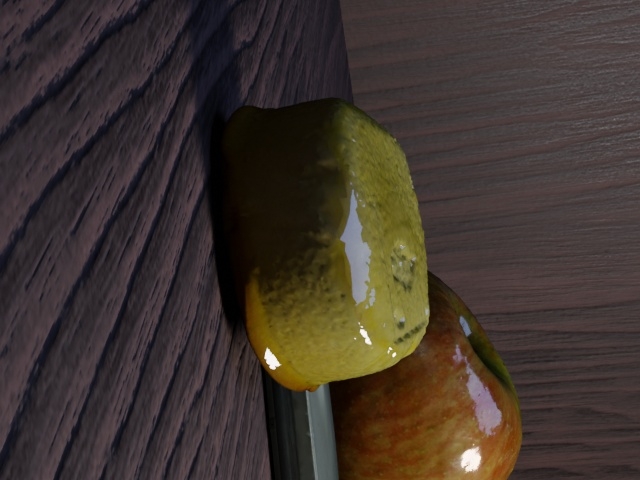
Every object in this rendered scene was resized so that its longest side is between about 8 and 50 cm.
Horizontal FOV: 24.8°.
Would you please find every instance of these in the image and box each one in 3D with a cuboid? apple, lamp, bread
[{"bbox_3d":[0.101,0.196,1.798,0.309,0.250,0.277,64,15,18],"label":"apple"},{"bbox_3d":[-0.012,0.204,1.507,0.266,0.047,0.269,46,38,-80],"label":"lamp"},{"bbox_3d":[0.000,0.000,1.310,0.270,0.148,0.270,-12,90,-70],"label":"bread"}]
